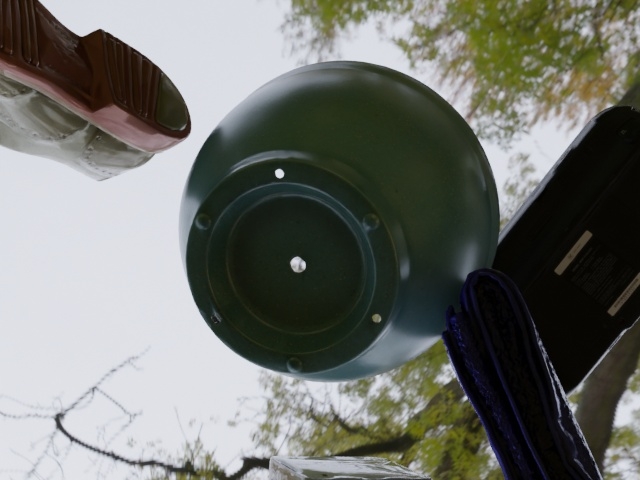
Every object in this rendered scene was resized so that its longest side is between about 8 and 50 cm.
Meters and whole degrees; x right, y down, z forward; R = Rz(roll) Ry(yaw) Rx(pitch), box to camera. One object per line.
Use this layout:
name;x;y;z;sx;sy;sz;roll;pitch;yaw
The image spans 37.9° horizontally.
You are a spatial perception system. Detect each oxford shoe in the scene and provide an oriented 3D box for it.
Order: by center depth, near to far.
oxford shoe;-0.306;-0.156;0.852;0.397;0.146;0.141;32;-145;-40

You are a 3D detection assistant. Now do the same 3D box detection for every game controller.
game controller;0.273;0.020;0.973;0.166;0.067;0.319;37;-83;-7

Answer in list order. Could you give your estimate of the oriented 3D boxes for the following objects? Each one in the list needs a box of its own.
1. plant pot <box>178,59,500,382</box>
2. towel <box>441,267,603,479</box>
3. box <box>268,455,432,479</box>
plant pot;0.000;0.000;0.798;0.292;0.196;0.293;4;-75;14
towel;0.171;0.153;0.770;0.076;0.308;0.228;-23;-105;9
box;0.018;0.388;0.957;0.147;0.121;0.311;7;-94;-21
